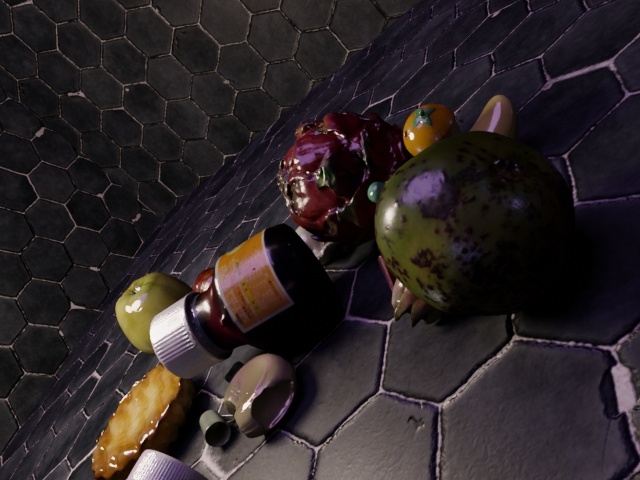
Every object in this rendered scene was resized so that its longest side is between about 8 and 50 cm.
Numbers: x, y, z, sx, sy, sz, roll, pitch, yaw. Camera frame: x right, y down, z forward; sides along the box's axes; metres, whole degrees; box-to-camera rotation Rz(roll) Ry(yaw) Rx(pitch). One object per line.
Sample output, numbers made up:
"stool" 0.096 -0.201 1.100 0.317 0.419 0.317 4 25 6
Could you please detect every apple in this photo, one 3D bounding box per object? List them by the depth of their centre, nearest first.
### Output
"apple" -0.499 0.227 1.787 0.262 0.262 0.262 -39 23 20

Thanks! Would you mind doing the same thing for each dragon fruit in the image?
"dragon fruit" 0.164 0.053 1.059 0.102 0.096 0.147 -31 -7 11
"dragon fruit" 0.069 -0.137 1.274 0.329 0.329 0.329 -39 23 20

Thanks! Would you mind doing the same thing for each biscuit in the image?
"biscuit" -0.431 0.455 1.429 0.326 0.107 0.326 -36 27 22

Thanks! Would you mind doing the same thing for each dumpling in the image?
"dumpling" 0.000 0.000 1.433 0.127 0.108 0.188 -23 22 -3

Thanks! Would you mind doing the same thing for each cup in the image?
"cup" -0.220 0.389 1.217 0.075 0.054 0.083 -52 20 -10

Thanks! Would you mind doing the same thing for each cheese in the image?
"cheese" -0.143 0.305 1.192 0.163 0.082 0.286 -53 19 -18

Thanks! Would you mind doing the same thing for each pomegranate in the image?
"pomegranate" 0.208 0.012 0.861 0.341 0.285 0.285 111 180 -46

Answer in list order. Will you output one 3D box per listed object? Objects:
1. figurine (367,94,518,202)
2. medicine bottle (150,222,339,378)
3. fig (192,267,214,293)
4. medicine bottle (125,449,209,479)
"figurine" 0.237 -0.159 1.092 0.324 0.222 0.124 -47 19 1
"medicine bottle" -0.177 0.147 1.244 0.395 0.242 0.242 -31 24 10
"fig" -0.305 0.158 1.649 0.202 0.148 0.149 -38 22 25
"medicine bottle" -0.320 0.530 1.009 0.165 0.165 0.273 -20 33 49
